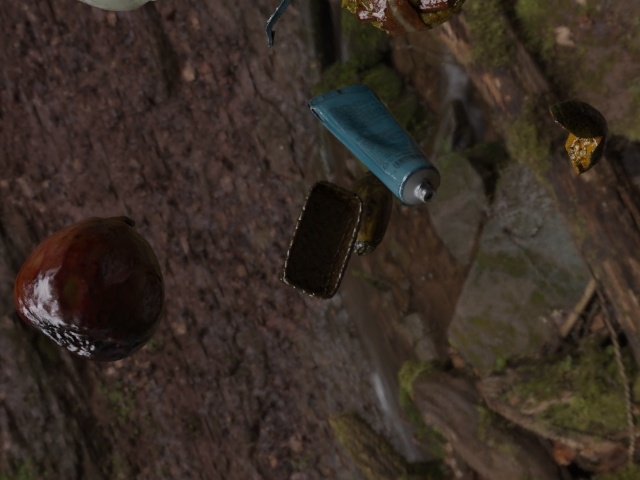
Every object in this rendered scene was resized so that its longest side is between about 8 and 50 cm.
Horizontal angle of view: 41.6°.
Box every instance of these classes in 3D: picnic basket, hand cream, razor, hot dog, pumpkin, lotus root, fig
[{"bbox_3d":[0.000,0.000,1.424,0.194,0.110,0.055,-70,13,-11],"label":"picnic basket"},{"bbox_3d":[0.064,-0.110,0.938,0.224,0.083,0.048,-124,21,-44],"label":"hand cream"},{"bbox_3d":[-0.086,-0.531,1.923,0.190,0.033,0.066,-53,23,43],"label":"razor"},{"bbox_3d":[0.141,-0.417,1.492,0.261,0.093,0.123,0,153,42],"label":"hot dog"},{"bbox_3d":[0.598,-0.246,1.919,0.183,0.107,0.119,56,-166,-37],"label":"pumpkin"},{"bbox_3d":[0.101,-0.067,1.851,0.120,0.120,0.210,100,-179,-66],"label":"lotus root"},{"bbox_3d":[-0.347,0.073,1.307,0.263,0.223,0.224,-102,-5,-71],"label":"fig"}]

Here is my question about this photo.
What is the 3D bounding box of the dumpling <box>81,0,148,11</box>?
[{"bbox_3d":[-0.331,-0.470,1.383,0.252,0.180,0.131,15,171,34],"label":"dumpling"}]
